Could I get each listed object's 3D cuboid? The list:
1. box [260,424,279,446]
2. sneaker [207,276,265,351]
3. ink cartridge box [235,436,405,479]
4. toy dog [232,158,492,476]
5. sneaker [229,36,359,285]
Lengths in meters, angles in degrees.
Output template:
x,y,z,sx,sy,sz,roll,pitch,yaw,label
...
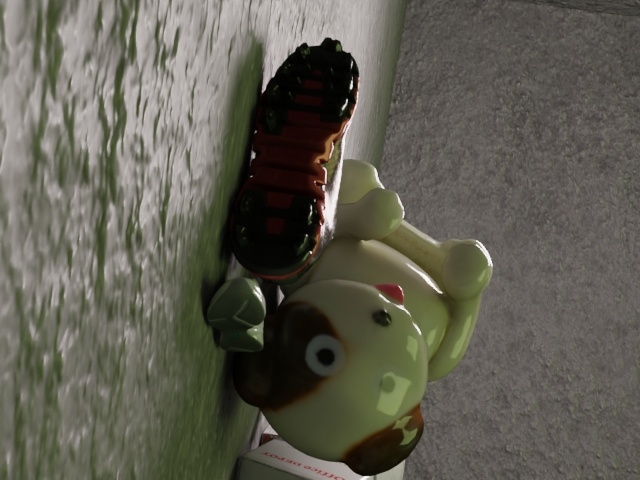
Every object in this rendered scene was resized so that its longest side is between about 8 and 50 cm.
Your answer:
x,y,z,sx,sy,sz,roll,pitch,yaw,label
-0.077,0.447,1.358,0.067,0.063,0.324,-3,102,-83,box
-0.079,0.060,0.847,0.152,0.053,0.061,101,-8,-67,sneaker
0.003,0.326,1.202,0.218,0.158,0.092,-2,103,-65,ink cartridge box
0.027,0.109,1.115,0.395,0.284,0.408,-45,-174,15,toy dog
-0.023,-0.075,0.920,0.135,0.097,0.276,84,18,-67,sneaker
